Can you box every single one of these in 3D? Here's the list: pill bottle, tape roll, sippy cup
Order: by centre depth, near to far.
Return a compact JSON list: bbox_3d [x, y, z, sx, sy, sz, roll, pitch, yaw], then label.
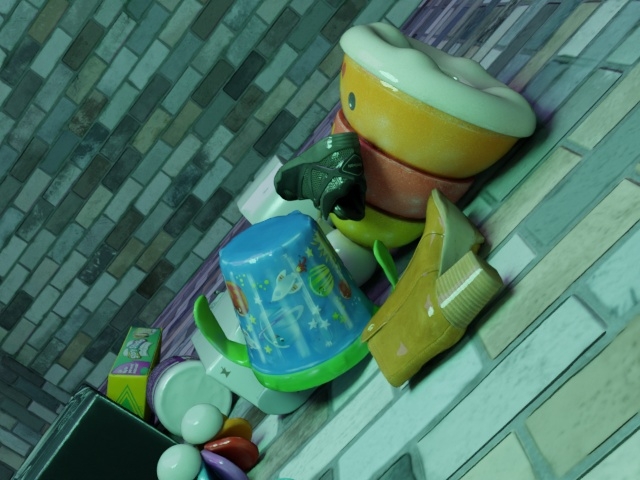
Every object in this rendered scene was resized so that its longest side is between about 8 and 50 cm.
[{"bbox_3d":[-0.046,0.083,1.036,0.305,0.224,0.240,-31,22,-16],"label":"sippy cup"},{"bbox_3d":[-0.320,0.357,1.509,0.169,0.169,0.301,-56,15,-17],"label":"pill bottle"},{"bbox_3d":[-0.078,-0.090,1.713,0.169,0.246,0.246,-49,14,9],"label":"tape roll"}]

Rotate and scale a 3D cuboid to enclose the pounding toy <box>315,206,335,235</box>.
[{"bbox_3d":[0.000,0.000,1.437,0.130,0.141,0.100,-29,26,58],"label":"pounding toy"}]

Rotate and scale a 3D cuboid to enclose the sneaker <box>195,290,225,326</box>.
[{"bbox_3d":[-0.303,0.207,2.007,0.151,0.094,0.256,-55,15,-27],"label":"sneaker"}]

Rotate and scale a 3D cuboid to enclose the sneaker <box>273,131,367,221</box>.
[{"bbox_3d":[-0.002,-0.078,1.042,0.087,0.130,0.227,-9,-8,-35],"label":"sneaker"}]

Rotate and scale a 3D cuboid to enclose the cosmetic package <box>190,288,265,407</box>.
[{"bbox_3d":[-0.147,0.201,1.382,0.217,0.156,0.385,-54,15,-7],"label":"cosmetic package"}]

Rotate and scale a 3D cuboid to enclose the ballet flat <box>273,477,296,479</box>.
[{"bbox_3d":[-0.081,0.385,0.866,0.203,0.074,0.074,-47,13,44],"label":"ballet flat"}]

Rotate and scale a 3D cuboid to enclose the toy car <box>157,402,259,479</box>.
[{"bbox_3d":[-0.175,0.380,1.088,0.136,0.159,0.182,2,43,27],"label":"toy car"}]

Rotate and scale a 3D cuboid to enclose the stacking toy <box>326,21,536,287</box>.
[{"bbox_3d":[0.119,-0.100,1.133,0.351,0.350,0.480,-82,15,-65],"label":"stacking toy"}]

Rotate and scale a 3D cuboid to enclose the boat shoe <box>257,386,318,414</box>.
[{"bbox_3d":[-0.033,0.232,1.125,0.183,0.065,0.083,-39,17,19],"label":"boat shoe"}]

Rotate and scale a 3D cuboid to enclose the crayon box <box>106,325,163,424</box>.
[{"bbox_3d":[-0.509,0.442,1.754,0.363,0.106,0.313,-125,43,-76],"label":"crayon box"}]

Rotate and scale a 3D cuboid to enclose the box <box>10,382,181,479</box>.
[{"bbox_3d":[-0.492,0.570,1.277,0.480,0.297,0.471,-57,12,-21],"label":"box"}]

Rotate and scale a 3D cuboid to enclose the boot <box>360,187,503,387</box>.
[{"bbox_3d":[0.138,0.058,0.917,0.211,0.104,0.295,-46,19,20],"label":"boot"}]
